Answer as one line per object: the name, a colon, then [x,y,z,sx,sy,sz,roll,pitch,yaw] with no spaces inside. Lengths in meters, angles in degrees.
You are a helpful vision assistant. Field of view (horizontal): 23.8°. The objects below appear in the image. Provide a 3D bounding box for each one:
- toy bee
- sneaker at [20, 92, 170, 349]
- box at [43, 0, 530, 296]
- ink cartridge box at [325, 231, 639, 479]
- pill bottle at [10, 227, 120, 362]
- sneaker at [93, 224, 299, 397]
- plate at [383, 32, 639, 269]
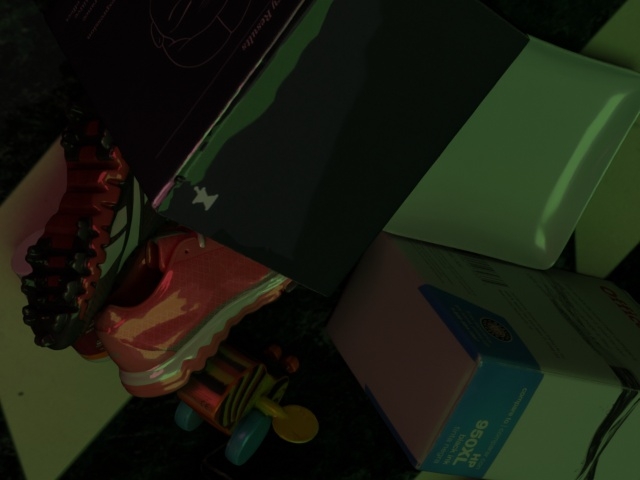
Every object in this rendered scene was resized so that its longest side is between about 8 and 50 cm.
toy bee: [-0.097,0.173,1.786,0.195,0.298,0.162,38,70,-4]
sneaker: [-0.219,-0.013,1.572,0.135,0.097,0.276,26,74,-48]
box: [-0.049,-0.196,1.392,0.212,0.395,0.293,29,106,-36]
ink cartridge box: [0.248,0.152,1.829,0.394,0.285,0.166,13,115,-31]
pill bottle: [-0.266,0.058,1.654,0.086,0.086,0.152,-36,128,0]
sneaker: [-0.117,0.024,1.643,0.314,0.116,0.136,-46,123,-20]
plate: [0.225,-0.112,1.800,0.278,0.045,0.277,13,114,-31]
